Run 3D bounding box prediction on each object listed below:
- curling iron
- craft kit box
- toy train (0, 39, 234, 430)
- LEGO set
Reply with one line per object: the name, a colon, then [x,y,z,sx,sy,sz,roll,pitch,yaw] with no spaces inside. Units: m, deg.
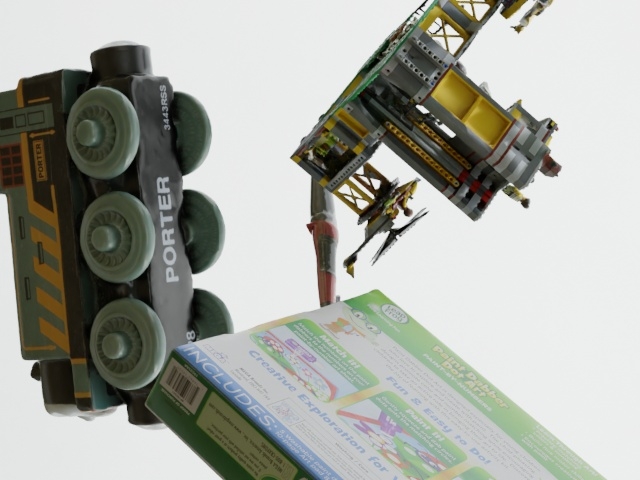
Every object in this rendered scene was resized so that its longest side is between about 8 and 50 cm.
curling iron: [0.000,0.000,1.565,0.068,0.035,0.274,108,-18,-51]
craft kit box: [0.053,0.141,0.939,0.250,0.247,0.061,40,-61,23]
toy train: [-0.189,-0.001,1.242,0.190,0.142,0.333,-5,-89,34]
LEGO set: [0.132,-0.118,1.355,0.192,0.255,0.331,41,-38,-6]
